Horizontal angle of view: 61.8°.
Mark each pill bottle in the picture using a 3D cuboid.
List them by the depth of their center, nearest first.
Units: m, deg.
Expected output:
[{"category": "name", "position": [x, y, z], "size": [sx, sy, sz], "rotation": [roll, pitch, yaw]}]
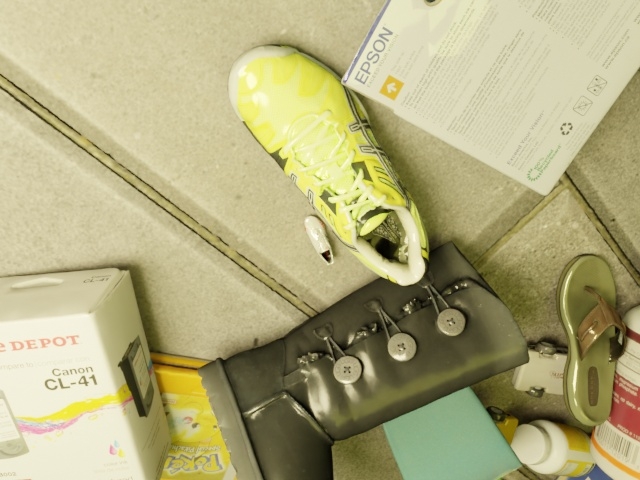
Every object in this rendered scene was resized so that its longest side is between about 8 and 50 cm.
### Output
[{"category": "pill bottle", "position": [0.650, 0.249, 0.970], "size": [0.224, 0.224, 0.391], "rotation": [4, 103, -17]}, {"category": "pill bottle", "position": [0.470, 0.421, 1.087], "size": [0.184, 0.103, 0.103], "rotation": [22, 109, -34]}]

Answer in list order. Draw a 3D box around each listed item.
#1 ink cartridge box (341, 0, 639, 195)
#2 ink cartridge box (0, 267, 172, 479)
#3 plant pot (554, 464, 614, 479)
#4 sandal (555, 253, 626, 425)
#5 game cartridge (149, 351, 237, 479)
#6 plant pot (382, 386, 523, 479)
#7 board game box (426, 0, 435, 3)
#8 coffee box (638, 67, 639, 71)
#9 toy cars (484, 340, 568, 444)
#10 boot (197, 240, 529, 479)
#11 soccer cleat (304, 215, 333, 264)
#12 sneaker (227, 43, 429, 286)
[{"category": "ink cartridge box", "position": [0.232, -0.259, 0.623], "size": [0.330, 0.071, 0.324], "rotation": [23, 110, -21]}, {"category": "ink cartridge box", "position": [-0.350, 0.207, 0.720], "size": [0.226, 0.131, 0.306], "rotation": [-6, 114, 2]}, {"category": "plant pot", "position": [0.660, 0.580, 1.165], "size": [0.212, 0.236, 0.235], "rotation": [25, 108, -19]}, {"category": "sandal", "position": [0.493, 0.174, 0.942], "size": [0.120, 0.086, 0.302], "rotation": [0, 84, -17]}, {"category": "game cartridge", "position": [-0.232, 0.341, 0.901], "size": [0.286, 0.052, 0.323], "rotation": [14, 110, -21]}, {"category": "plant pot", "position": [0.179, 0.291, 0.873], "size": [0.166, 0.234, 0.165], "rotation": [-27, 156, -1]}, {"category": "board game box", "position": [0.208, -0.375, 0.640], "size": [0.336, 0.079, 0.253], "rotation": [25, 108, -24]}, {"category": "coffee box", "position": [0.651, -0.308, 0.647], "size": [0.338, 0.334, 0.338], "rotation": [17, 111, -22]}, {"category": "toy cars", "position": [0.355, 0.294, 1.020], "size": [0.394, 0.087, 0.176], "rotation": [-30, 108, -4]}, {"category": "boot", "position": [0.097, 0.246, 0.765], "size": [0.445, 0.366, 0.146], "rotation": [-23, 161, -11]}, {"category": "soccer cleat", "position": [0.000, 0.000, 0.799], "size": [0.029, 0.035, 0.083], "rotation": [-24, 120, -2]}, {"category": "sneaker", "position": [0.036, -0.092, 0.699], "size": [0.145, 0.147, 0.385], "rotation": [-41, 118, 9]}]
